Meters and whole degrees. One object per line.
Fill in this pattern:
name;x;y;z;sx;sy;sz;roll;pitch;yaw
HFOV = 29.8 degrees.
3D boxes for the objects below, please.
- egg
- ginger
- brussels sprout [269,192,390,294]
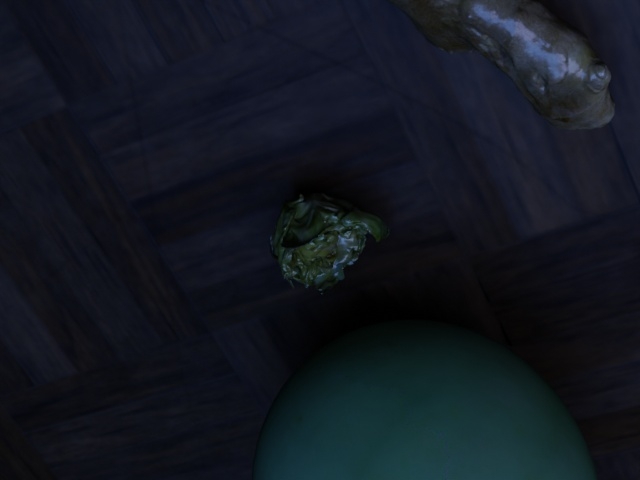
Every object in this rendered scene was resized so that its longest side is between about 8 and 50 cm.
egg;0.072;0.175;0.790;0.220;0.220;0.270;-16;132;20
ginger;0.045;-0.144;0.670;0.288;0.089;0.075;27;89;-6
brussels sprout;0.000;0.000;0.787;0.085;0.058;0.085;-17;141;-14
